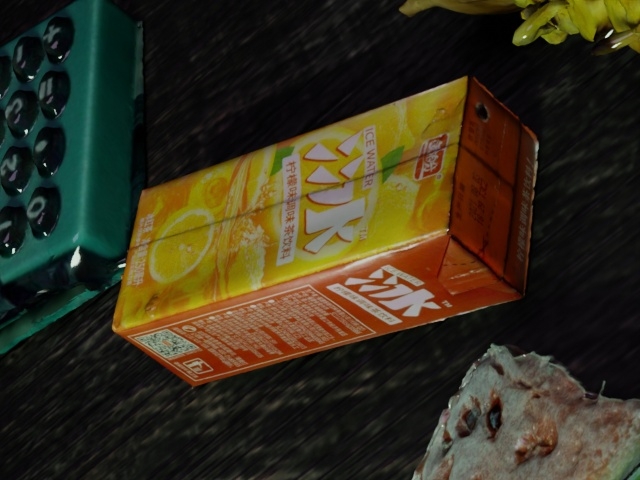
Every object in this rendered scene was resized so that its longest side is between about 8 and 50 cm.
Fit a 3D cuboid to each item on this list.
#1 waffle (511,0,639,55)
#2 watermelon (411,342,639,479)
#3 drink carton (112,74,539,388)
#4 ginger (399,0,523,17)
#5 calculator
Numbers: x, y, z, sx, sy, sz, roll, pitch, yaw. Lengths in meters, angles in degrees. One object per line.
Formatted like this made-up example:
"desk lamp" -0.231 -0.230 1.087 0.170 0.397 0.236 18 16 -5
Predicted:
"waffle" 0.203 -0.161 0.739 0.329 0.062 0.329 -25 15 7
"watermelon" 0.093 0.102 0.764 0.187 0.071 0.139 -37 33 33
"drink carton" 0.000 0.000 0.930 0.223 0.071 0.096 -18 50 36
"ginger" 0.113 -0.287 0.868 0.357 0.274 0.152 -51 53 3
"calculator" -0.227 -0.022 1.194 0.274 0.058 0.248 -27 46 28
